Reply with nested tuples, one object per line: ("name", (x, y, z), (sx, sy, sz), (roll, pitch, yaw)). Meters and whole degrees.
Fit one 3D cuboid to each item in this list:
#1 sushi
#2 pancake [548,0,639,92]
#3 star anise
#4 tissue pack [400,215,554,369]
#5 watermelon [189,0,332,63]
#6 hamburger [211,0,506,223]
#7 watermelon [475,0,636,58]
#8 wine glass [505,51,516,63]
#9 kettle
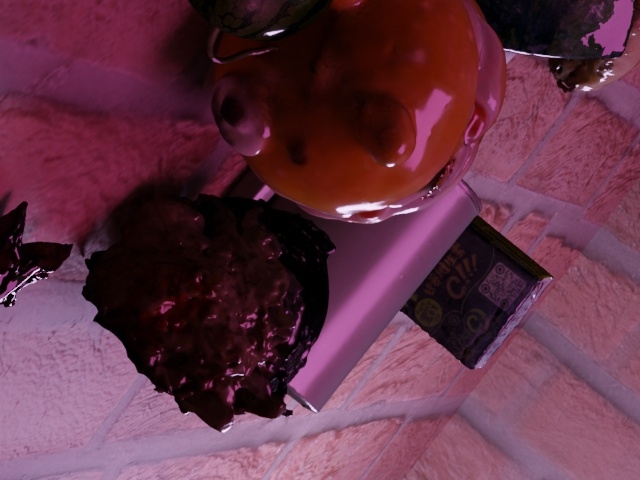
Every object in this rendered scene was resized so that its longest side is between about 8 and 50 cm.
("sushi", (-0.110, 0.057, 1.761), (0.225, 0.238, 0.219), (-67, 158, 1))
("pancake", (0.334, -0.345, 1.970), (0.382, 0.071, 0.382), (-168, -90, -80))
("star anise", (-0.296, 0.035, 1.528), (0.212, 0.053, 0.157), (-34, 158, -38))
("tissue pack", (0.182, 0.046, 2.470), (0.173, 0.235, 0.073), (-55, 163, 14))
("watermelon", (-0.055, -0.220, 1.444), (0.140, 0.140, 0.187), (-21, 146, -59))
("hamburger", (0.029, -0.146, 1.605), (0.276, 0.276, 0.237), (-53, 172, 10))
("watermelon", (0.178, -0.348, 1.843), (0.250, 0.292, 0.283), (8, 100, -24))
("wine glass", (0.206, -0.222, 2.252), (0.072, 0.072, 0.155), (-32, 156, -47))
("kettle", (-0.002, 0.000, 2.040), (0.318, 0.265, 0.205), (-48, -165, -6))
